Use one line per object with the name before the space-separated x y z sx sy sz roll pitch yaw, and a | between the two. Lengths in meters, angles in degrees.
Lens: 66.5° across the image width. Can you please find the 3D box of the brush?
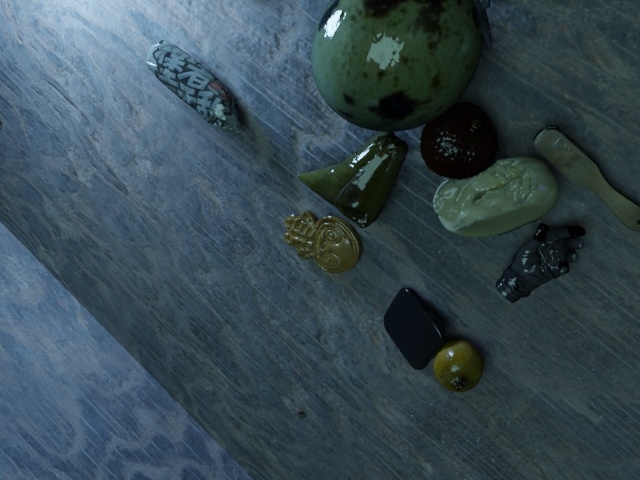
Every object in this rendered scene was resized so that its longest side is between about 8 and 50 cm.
brush | 0.618 -0.145 1.110 0.327 0.065 0.070 41 122 -2

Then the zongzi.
zongzi | 0.076 -0.217 1.380 0.300 0.145 0.273 36 123 23

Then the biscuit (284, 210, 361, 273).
biscuit | 0.000 0.000 1.594 0.289 0.044 0.202 22 123 21

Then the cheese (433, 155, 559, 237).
cheese | 0.412 -0.098 1.141 0.266 0.233 0.127 -28 64 41

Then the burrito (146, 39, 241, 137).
burrito | -0.397 -0.492 1.583 0.445 0.101 0.139 42 123 12

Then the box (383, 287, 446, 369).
box | 0.284 0.271 1.504 0.212 0.042 0.201 52 136 31

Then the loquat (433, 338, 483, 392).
loquat | 0.404 0.369 1.433 0.137 0.163 0.163 33 133 -21

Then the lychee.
lychee | 0.328 -0.234 1.174 0.194 0.194 0.194 14 119 28

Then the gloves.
gloves | 0.542 0.051 1.213 0.142 0.119 0.285 37 142 0

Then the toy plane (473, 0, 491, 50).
toy plane | 0.341 -0.556 1.079 0.212 0.088 0.267 -13 112 38

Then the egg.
egg | 0.152 -0.415 1.092 0.428 0.345 0.345 -5 111 59
